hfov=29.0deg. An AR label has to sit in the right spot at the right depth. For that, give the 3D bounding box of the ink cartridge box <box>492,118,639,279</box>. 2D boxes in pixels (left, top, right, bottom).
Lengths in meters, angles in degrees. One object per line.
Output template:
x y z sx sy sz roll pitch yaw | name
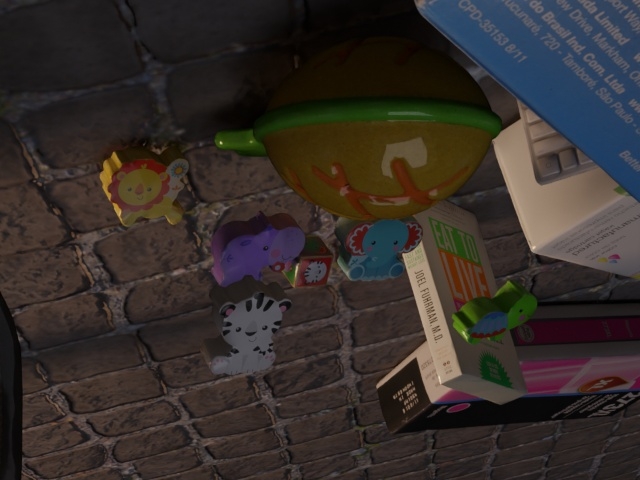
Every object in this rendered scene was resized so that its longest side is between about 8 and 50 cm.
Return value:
0.246 -0.048 0.834 0.154 0.093 0.212 -34 150 34 | ink cartridge box

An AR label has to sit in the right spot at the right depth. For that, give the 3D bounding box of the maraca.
0.019 -0.060 0.691 0.127 0.099 0.185 7 173 -33 | maraca

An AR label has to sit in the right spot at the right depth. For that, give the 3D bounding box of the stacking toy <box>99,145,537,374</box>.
0.000 0.000 0.726 0.221 0.167 0.052 -3 123 -29 | stacking toy

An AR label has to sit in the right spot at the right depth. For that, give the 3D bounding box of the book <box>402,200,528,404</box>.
0.093 0.039 0.868 0.035 0.144 0.096 -28 152 25 | book

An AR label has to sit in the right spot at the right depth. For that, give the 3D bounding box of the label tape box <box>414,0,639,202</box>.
0.244 -0.154 0.518 0.347 0.115 0.249 -33 130 30 | label tape box

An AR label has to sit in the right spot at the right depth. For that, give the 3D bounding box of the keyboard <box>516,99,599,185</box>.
0.236 -0.101 0.703 0.256 0.072 0.014 -18 157 25 | keyboard

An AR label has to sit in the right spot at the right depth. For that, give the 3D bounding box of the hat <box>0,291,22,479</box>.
-0.265 0.042 0.642 0.331 0.331 0.134 -27 -167 25 | hat

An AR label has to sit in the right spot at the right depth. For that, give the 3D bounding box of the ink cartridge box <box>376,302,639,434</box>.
0.256 0.123 1.231 0.371 0.069 0.176 -2 152 -30 | ink cartridge box
